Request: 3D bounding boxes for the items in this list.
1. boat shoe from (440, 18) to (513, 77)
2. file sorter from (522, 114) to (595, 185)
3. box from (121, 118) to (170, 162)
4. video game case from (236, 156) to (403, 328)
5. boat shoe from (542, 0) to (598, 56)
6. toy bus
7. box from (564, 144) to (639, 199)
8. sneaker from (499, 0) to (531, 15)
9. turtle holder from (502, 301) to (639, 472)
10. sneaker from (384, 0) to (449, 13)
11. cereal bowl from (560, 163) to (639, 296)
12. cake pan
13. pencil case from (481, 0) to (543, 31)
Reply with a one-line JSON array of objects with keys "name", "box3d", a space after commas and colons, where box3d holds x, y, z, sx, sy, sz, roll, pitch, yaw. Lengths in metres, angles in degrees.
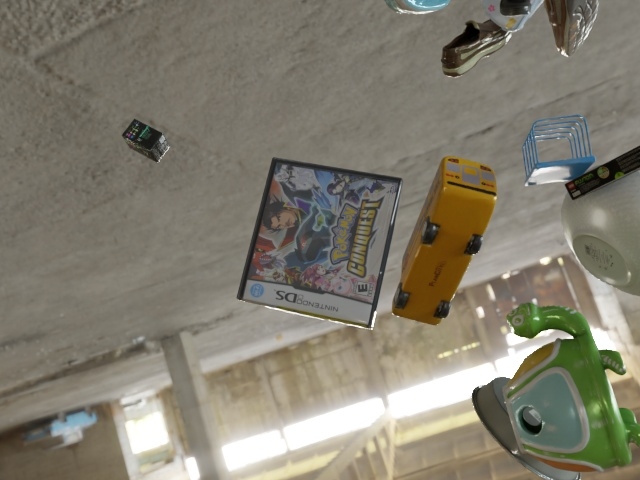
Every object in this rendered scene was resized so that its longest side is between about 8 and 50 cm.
[{"name": "boat shoe", "box3d": [0.413, -0.532, 1.879, 0.257, 0.095, 0.095, -43, -137, -22]}, {"name": "file sorter", "box3d": [0.503, -0.191, 1.543, 0.118, 0.105, 0.170, -6, 171, 8]}, {"name": "box", "box3d": [-0.393, -0.225, 1.622, 0.052, 0.083, 0.062, -58, 165, -17]}, {"name": "video game case", "box3d": [0.000, 0.000, 1.293, 0.248, 0.275, 0.035, 11, 169, 14]}, {"name": "boat shoe", "box3d": [0.627, -0.621, 1.835, 0.123, 0.116, 0.324, -39, 141, -18]}, {"name": "toy bus", "box3d": [0.232, 0.012, 1.395, 0.108, 0.130, 0.333, 13, 131, -3]}, {"name": "box", "box3d": [0.556, -0.139, 1.295, 0.114, 0.036, 0.207, -19, 171, -41]}, {"name": "sneaker", "box3d": [0.332, -0.448, 1.240, 0.051, 0.089, 0.170, -2, -150, 11]}, {"name": "turtle holder", "box3d": [0.471, 0.290, 1.387, 0.227, 0.320, 0.243, -18, -169, 15]}, {"name": "sneaker", "box3d": [0.195, -0.552, 1.598, 0.208, 0.127, 0.319, -16, -159, 46]}, {"name": "cereal bowl", "box3d": [0.674, 0.003, 1.613, 0.141, 0.339, 0.339, -42, 176, -15]}, {"name": "cake pan", "box3d": [0.469, 0.410, 1.595, 0.293, 0.293, 0.054, -3, 132, -58]}, {"name": "pencil case", "box3d": [0.469, -0.580, 1.543, 0.113, 0.124, 0.273, -23, 163, -42]}]
